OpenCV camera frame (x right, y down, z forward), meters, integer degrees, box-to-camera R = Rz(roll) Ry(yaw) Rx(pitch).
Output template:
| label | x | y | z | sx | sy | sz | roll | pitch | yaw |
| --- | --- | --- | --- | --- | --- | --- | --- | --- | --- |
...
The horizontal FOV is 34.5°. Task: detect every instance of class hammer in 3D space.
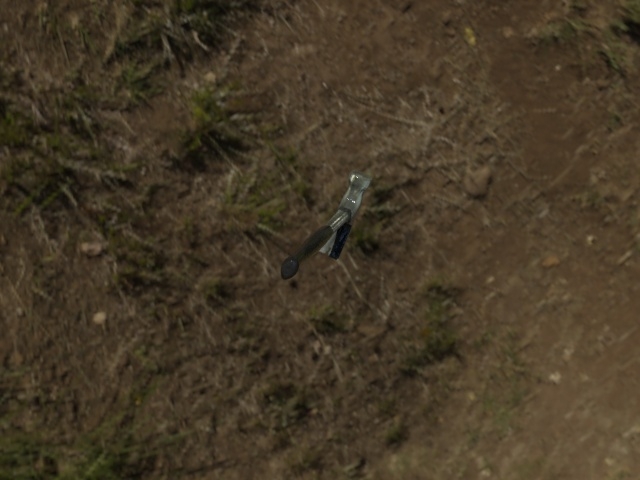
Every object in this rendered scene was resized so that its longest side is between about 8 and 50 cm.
| label | x | y | z | sx | sy | sz | roll | pitch | yaw |
| --- | --- | --- | --- | --- | --- | --- | --- | --- | --- |
| hammer | 0.000 | 0.000 | 1.132 | 0.029 | 0.246 | 0.103 | 25 | 114 | 9 |
